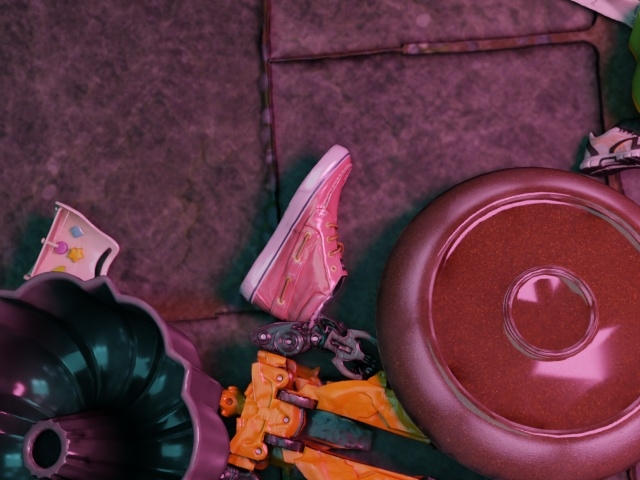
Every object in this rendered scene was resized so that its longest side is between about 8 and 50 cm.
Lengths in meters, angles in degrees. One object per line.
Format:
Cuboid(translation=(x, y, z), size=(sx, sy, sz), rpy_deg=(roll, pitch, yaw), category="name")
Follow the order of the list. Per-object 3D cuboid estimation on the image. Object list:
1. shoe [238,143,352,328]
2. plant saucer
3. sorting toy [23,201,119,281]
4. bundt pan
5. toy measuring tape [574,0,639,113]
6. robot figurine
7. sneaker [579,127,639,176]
Cuboid(translation=(0.000, 0.000, 1.543), size=(0.081, 0.063, 0.178), rpy_deg=(32, 95, 9), category="shoe")
Cuboid(translation=(0.207, 0.070, 1.465), size=(0.311, 0.050, 0.310), rpy_deg=(2, 73, -5), category="plant saucer")
Cuboid(translation=(-0.243, 0.015, 1.588), size=(0.075, 0.045, 0.083), rpy_deg=(23, 87, 3), category="sorting toy")
Cuboid(translation=(-0.221, 0.198, 1.489), size=(0.331, 0.124, 0.330), rpy_deg=(-6, 76, 27), category="bundt pan")
Cuboid(translation=(0.294, -0.176, 1.488), size=(0.330, 0.121, 0.121), rpy_deg=(28, 89, 14), category="toy measuring tape")
Cuboid(translation=(0.040, 0.191, 1.503), size=(0.291, 0.085, 0.211), rpy_deg=(17, 86, 9), category="robot figurine")
Cuboid(translation=(0.289, -0.089, 1.496), size=(0.109, 0.040, 0.043), rpy_deg=(-6, 70, 47), category="sneaker")
